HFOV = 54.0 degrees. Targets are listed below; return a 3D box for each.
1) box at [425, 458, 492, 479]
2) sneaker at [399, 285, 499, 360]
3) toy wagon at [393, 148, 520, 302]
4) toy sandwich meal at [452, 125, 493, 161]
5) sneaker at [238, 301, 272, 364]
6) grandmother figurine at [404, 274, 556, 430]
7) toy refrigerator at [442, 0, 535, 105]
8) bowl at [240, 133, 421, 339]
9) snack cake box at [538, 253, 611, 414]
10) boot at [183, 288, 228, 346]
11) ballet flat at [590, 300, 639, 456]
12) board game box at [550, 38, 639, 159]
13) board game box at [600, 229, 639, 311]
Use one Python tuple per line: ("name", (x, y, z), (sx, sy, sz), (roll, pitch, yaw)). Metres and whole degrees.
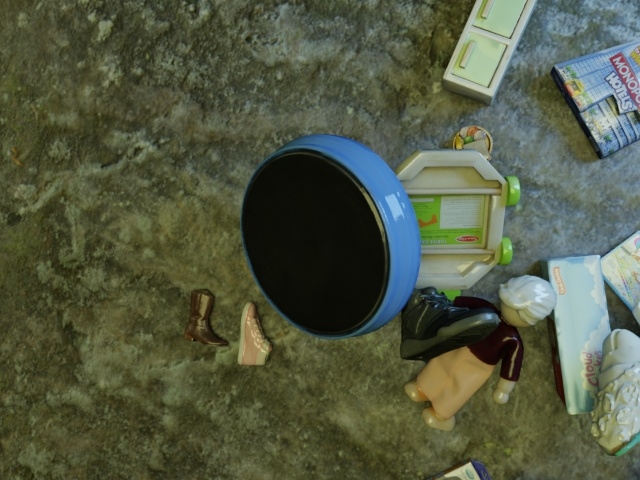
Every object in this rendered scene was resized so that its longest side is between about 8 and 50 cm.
("box", (0.268, 0.488, 1.228), (0.136, 0.028, 0.081), (-31, 83, 12))
("sneaker", (0.211, 0.127, 1.093), (0.087, 0.227, 0.130), (6, 68, -25))
("toy wagon", (0.224, 0.001, 1.185), (0.267, 0.068, 0.345), (0, 111, -1))
("toy sandwich meal", (0.297, -0.184, 1.226), (0.085, 0.029, 0.086), (0, 89, 13))
("sneaker", (-0.130, 0.197, 1.310), (0.070, 0.051, 0.134), (7, 94, 11))
("grandmother figurine", (0.286, 0.187, 1.128), (0.208, 0.104, 0.342), (51, 125, 23))
("toy refrigerator", (0.332, -0.406, 1.188), (0.102, 0.094, 0.270), (25, 95, 12))
("bowl", (0.000, 0.000, 1.172), (0.391, 0.077, 0.391), (14, 113, 37))
("snack cake box", (0.459, 0.159, 1.124), (0.089, 0.152, 0.265), (-7, 88, 12))
("boot", (-0.237, 0.165, 1.344), (0.106, 0.037, 0.114), (12, 87, 10))
("ballet flat", (0.539, 0.172, 1.011), (0.408, 0.147, 0.147), (-35, 81, -21))
("board game box", (0.561, -0.282, 1.152), (0.194, 0.060, 0.194), (-29, 83, 12))
("board game box", (0.592, 0.073, 1.154), (0.103, 0.026, 0.154), (-41, 81, 15))
